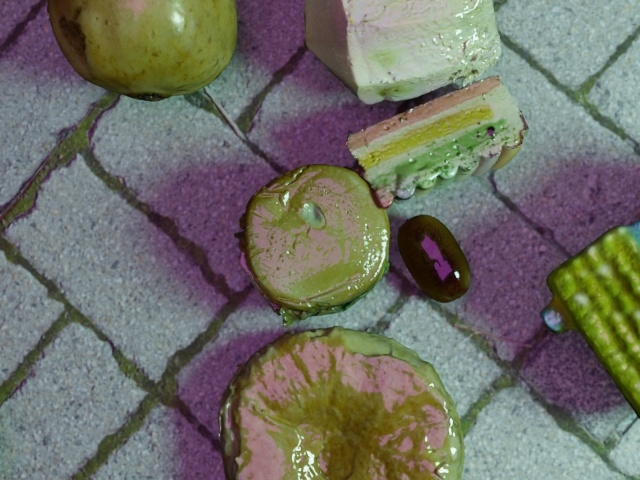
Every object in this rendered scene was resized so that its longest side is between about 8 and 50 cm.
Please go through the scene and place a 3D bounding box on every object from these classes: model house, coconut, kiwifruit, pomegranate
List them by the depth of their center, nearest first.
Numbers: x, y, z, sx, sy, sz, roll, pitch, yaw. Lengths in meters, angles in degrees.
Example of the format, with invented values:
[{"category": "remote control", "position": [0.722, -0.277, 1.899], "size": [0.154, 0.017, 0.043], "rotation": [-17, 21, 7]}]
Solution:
[{"category": "model house", "position": [0.438, 0.068, 1.546], "size": [0.303, 0.215, 0.237], "rotation": [-35, 80, 8]}, {"category": "coconut", "position": [0.097, -0.292, 1.624], "size": [0.245, 0.233, 0.233], "rotation": [-15, 81, 5]}, {"category": "kiwifruit", "position": [0.149, 0.023, 1.657], "size": [0.075, 0.075, 0.124], "rotation": [-34, 83, 3]}, {"category": "pomegranate", "position": [-0.231, -0.303, 1.660], "size": [0.260, 0.260, 0.260], "rotation": [-1, 83, 8]}]

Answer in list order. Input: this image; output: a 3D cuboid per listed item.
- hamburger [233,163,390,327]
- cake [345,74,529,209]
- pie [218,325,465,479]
[{"category": "hamburger", "position": [0.000, 0.000, 1.658], "size": [0.215, 0.122, 0.189], "rotation": [-33, 82, -1]}, {"category": "cake", "position": [0.153, -0.122, 1.650], "size": [0.225, 0.090, 0.109], "rotation": [-23, 79, -5]}, {"category": "pie", "position": [0.025, 0.267, 1.641], "size": [0.339, 0.083, 0.339], "rotation": [-1, 81, 7]}]
